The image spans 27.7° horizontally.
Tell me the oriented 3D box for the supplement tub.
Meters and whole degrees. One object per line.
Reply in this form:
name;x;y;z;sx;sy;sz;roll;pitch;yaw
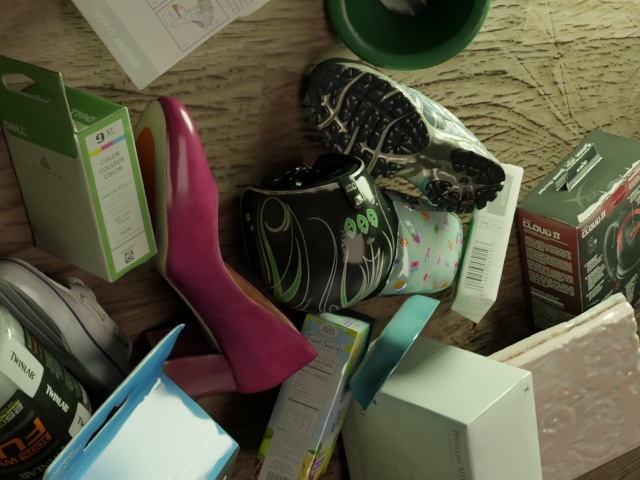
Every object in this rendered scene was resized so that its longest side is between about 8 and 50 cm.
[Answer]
supplement tub;-0.282;0.143;1.161;0.117;0.117;0.190;-53;141;-19

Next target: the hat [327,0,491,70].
hat;0.101;-0.301;1.494;0.209;0.183;0.173;-6;111;-5

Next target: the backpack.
backpack;0.088;0.008;1.559;0.182;0.115;0.151;1;104;-55

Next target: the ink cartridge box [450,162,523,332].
ink cartridge box;0.207;0.013;1.700;0.224;0.056;0.181;101;3;-77

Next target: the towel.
towel;0.341;0.256;1.952;0.317;0.053;0.331;-25;132;-6

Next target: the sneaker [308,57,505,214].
sneaker;0.085;-0.131;1.509;0.283;0.122;0.110;32;112;-34

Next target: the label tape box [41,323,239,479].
label tape box;-0.182;0.287;1.230;0.249;0.115;0.347;-52;165;-55

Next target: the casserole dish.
casserole dish;0.082;0.121;1.485;0.114;0.037;0.188;-59;174;25

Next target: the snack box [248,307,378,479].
snack box;-0.005;0.183;1.514;0.174;0.070;0.207;-11;119;-80

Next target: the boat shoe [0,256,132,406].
boat shoe;-0.247;0.071;1.218;0.226;0.083;0.075;66;33;-51

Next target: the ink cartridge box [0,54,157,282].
ink cartridge box;-0.217;-0.076;1.138;0.062;0.109;0.209;-37;133;-36

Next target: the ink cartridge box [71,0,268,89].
ink cartridge box;-0.139;-0.304;1.124;0.239;0.060;0.275;-36;126;-1

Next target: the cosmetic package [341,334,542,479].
cosmetic package;0.151;0.259;1.655;0.138;0.225;0.224;-34;125;-38

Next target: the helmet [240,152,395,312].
helmet;0.000;0.000;1.413;0.169;0.169;0.161;-29;115;-40

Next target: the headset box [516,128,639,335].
headset box;0.405;-0.007;1.950;0.218;0.110;0.293;-42;137;-30

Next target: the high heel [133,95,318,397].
high heel;-0.089;0.005;1.294;0.181;0.127;0.377;-14;136;-18
